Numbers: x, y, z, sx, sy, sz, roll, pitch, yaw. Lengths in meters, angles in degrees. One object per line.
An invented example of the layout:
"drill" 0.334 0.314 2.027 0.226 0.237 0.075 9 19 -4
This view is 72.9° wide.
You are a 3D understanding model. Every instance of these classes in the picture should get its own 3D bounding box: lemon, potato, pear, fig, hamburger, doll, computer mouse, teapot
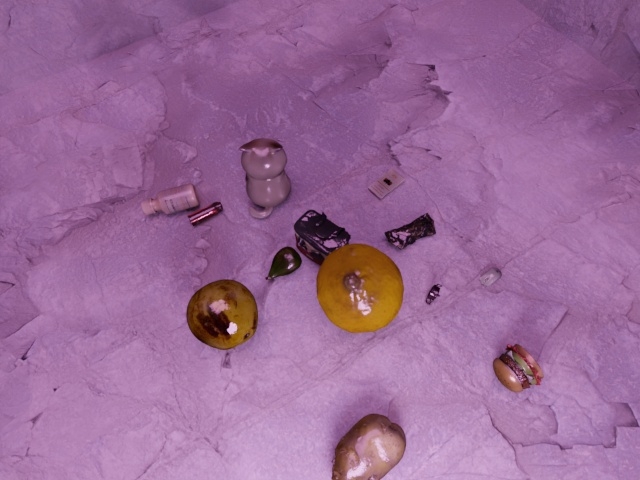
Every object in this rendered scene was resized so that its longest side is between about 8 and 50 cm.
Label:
"lemon" 0.148 0.183 1.660 0.349 0.387 0.350 -1 81 8
"potato" 0.158 0.733 1.495 0.296 0.141 0.192 -38 83 -17
"pear" -0.377 0.292 1.685 0.283 0.284 0.284 -1 62 2
"fig" -0.166 0.109 1.866 0.177 0.117 0.117 -44 68 -1
"hamburger" 0.717 0.481 1.595 0.136 0.175 0.175 -35 65 -1
"doll" -0.247 -0.305 1.967 0.214 0.371 0.226 5 44 3
"computer mouse" 0.722 0.152 1.834 0.110 0.032 0.056 -34 65 -14
"teapot" 0.471 0.223 1.791 0.045 0.068 0.100 30 103 15

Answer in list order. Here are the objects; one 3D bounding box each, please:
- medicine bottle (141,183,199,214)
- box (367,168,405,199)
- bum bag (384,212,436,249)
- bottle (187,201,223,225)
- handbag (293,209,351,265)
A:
"medicine bottle" -0.707 -0.185 2.033 0.252 0.114 0.114 -15 62 -6
"box" 0.318 -0.271 2.081 0.166 0.024 0.090 -39 67 -15
"bum bag" 0.409 -0.037 1.929 0.247 0.069 0.102 -24 88 -12
"bottle" -0.535 -0.129 2.028 0.164 0.060 0.060 -28 64 -12
"handbag" 0.000 0.000 1.864 0.254 0.181 0.181 36 69 20
